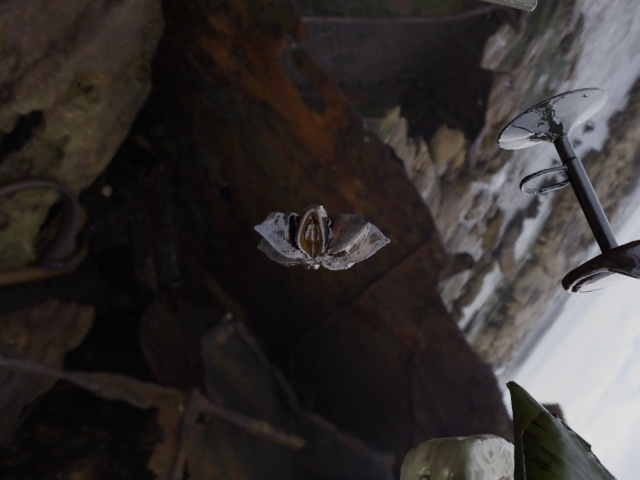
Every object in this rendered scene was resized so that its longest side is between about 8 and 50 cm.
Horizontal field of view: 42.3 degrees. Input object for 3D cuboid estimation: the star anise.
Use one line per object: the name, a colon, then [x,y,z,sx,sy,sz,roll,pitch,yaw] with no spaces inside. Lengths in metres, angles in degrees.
star anise: [-0.019,-0.002,1.765,0.315,0.315,0.108,55,40,-73]

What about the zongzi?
zongzi: [0.282,0.355,1.119,0.250,0.274,0.125,-32,163,-30]

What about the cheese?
cheese: [0.307,0.487,1.688,0.251,0.247,0.174,-24,-123,51]

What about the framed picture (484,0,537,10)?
framed picture: [0.294,-0.696,1.668,0.028,0.325,0.447,127,-29,-74]

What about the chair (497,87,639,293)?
chair: [0.513,-0.062,1.557,0.226,0.401,0.226,-19,162,-6]
